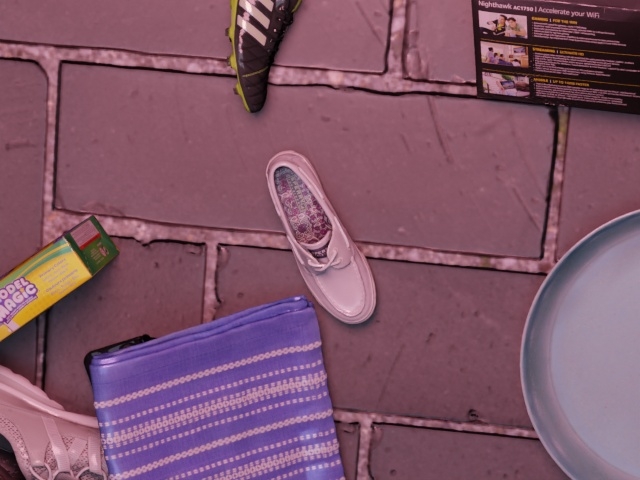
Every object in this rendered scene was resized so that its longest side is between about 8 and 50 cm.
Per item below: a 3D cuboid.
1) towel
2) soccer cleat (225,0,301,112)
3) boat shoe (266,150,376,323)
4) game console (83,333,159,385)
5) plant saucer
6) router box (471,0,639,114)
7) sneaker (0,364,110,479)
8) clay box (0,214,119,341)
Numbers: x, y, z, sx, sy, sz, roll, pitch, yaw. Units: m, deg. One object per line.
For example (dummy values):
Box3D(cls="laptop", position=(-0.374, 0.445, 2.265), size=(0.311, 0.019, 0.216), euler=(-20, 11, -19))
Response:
Box3D(cls="towel", position=(-0.081, 0.239, 1.908), size=(0.243, 0.040, 0.336), euler=(-16, 101, -24))
Box3D(cls="soccer cleat", position=(-0.053, -0.210, 1.867), size=(0.072, 0.060, 0.179), euler=(0, 98, 5))
Box3D(cls="boat shoe", position=(0.000, 0.000, 1.899), size=(0.066, 0.063, 0.184), euler=(-19, 98, 10))
Box3D(cls="game console", position=(-0.174, 0.161, 1.946), size=(0.107, 0.071, 0.122), euler=(-17, 98, 9))
Box3D(cls="plant saucer", position=(0.352, 0.116, 1.893), size=(0.317, 0.044, 0.317), euler=(1, 101, 6))
Box3D(cls="router box", position=(0.231, -0.182, 1.798), size=(0.179, 0.046, 0.133), euler=(8, 140, 14))
Box3D(cls="sneaker", position=(-0.257, 0.228, 1.935), size=(0.281, 0.115, 0.105), euler=(23, 128, 7))
Box3D(cls="clay box", position=(-0.308, 0.065, 1.914), size=(0.222, 0.127, 0.053), euler=(-34, 95, 11))
